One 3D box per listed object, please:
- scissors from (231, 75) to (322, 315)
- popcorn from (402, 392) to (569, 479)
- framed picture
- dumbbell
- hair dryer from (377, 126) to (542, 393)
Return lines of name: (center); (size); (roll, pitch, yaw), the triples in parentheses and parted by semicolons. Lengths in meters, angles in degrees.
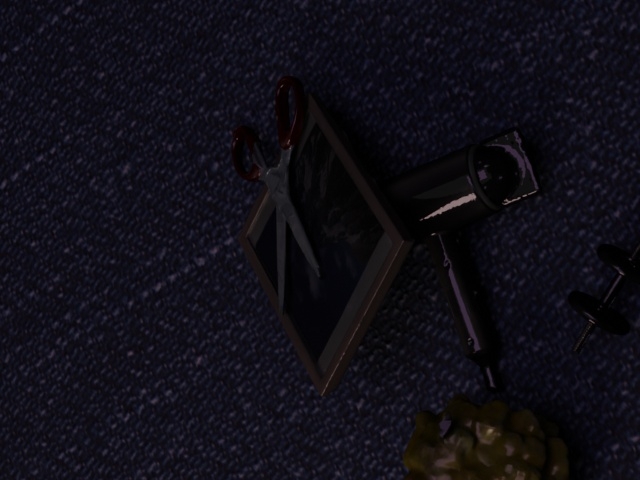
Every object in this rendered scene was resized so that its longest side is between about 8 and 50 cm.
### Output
scissors: (-0.041, -0.046, 1.997); (0.144, 0.017, 0.247); (-45, 48, 44)
popcorn: (0.161, 0.230, 1.830); (0.173, 0.142, 0.173); (2, 94, 30)
framed picture: (0.000, 0.000, 1.948); (0.209, 0.019, 0.281); (-64, 34, 25)
dumbbell: (0.285, 0.048, 1.798); (0.069, 0.069, 0.147); (39, 109, 29)
hair dryer: (0.162, 0.031, 1.894); (0.195, 0.078, 0.248); (-22, 86, 31)
